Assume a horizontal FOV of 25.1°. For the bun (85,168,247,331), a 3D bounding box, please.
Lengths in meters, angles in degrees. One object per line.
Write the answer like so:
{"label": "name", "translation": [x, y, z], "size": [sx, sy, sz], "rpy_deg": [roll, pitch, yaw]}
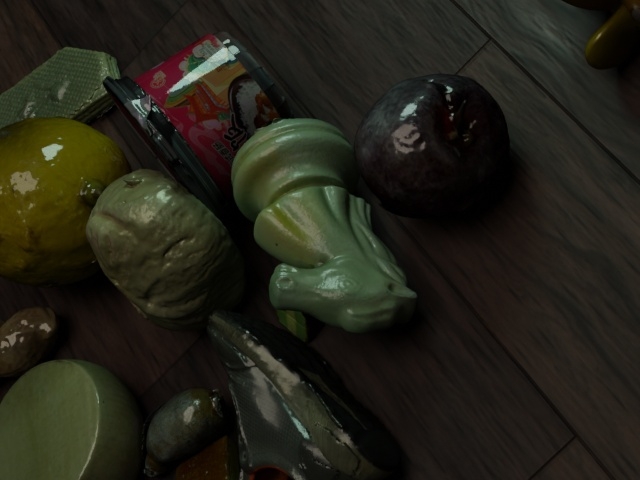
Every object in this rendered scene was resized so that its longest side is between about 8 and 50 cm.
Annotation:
{"label": "bun", "translation": [-0.212, 0.021, 1.910], "size": [0.244, 0.244, 0.153], "rpy_deg": [18, 58, 40]}

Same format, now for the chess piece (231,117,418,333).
{"label": "chess piece", "translation": [0.000, 0.000, 1.807], "size": [0.176, 0.176, 0.298], "rpy_deg": [-37, 50, 17]}

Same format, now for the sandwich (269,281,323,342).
{"label": "sandwich", "translation": [0.001, 0.066, 1.894], "size": [0.116, 0.074, 0.074], "rpy_deg": [-33, 45, -22]}

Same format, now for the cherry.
{"label": "cherry", "translation": [0.133, -0.117, 1.775], "size": [0.195, 0.195, 0.195], "rpy_deg": [-15, 61, 30]}

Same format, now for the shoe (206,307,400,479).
{"label": "shoe", "translation": [-0.054, 0.230, 1.793], "size": [0.336, 0.132, 0.171], "rpy_deg": [43, 106, 37]}

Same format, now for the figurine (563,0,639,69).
{"label": "figurine", "translation": [0.354, -0.326, 1.707], "size": [0.215, 0.215, 0.228], "rpy_deg": [-38, 66, 16]}

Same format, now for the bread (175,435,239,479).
{"label": "bread", "translation": [-0.146, 0.310, 1.849], "size": [0.090, 0.035, 0.094], "rpy_deg": [-34, 29, 15]}

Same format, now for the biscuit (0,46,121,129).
{"label": "biscuit", "translation": [-0.429, -0.224, 2.305], "size": [0.252, 0.052, 0.150], "rpy_deg": [-31, 54, 20]}

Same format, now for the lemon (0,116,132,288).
{"label": "lemon", "translation": [-0.400, -0.055, 2.079], "size": [0.284, 0.260, 0.260], "rpy_deg": [-32, 53, 35]}

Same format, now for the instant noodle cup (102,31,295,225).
{"label": "instant noodle cup", "translation": [-0.151, -0.170, 1.970], "size": [0.181, 0.258, 0.302], "rpy_deg": [-39, 17, -6]}

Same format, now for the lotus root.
{"label": "lotus root", "translation": [-0.186, 0.250, 1.899], "size": [0.165, 0.088, 0.088], "rpy_deg": [-42, 50, 28]}

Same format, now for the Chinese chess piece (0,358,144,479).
{"label": "Chinese chess piece", "translation": [-0.355, 0.288, 1.979], "size": [0.250, 0.101, 0.250], "rpy_deg": [-18, 59, 33]}

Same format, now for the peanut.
{"label": "peanut", "translation": [-0.481, 0.161, 2.146], "size": [0.228, 0.085, 0.104], "rpy_deg": [-18, 49, 27]}
